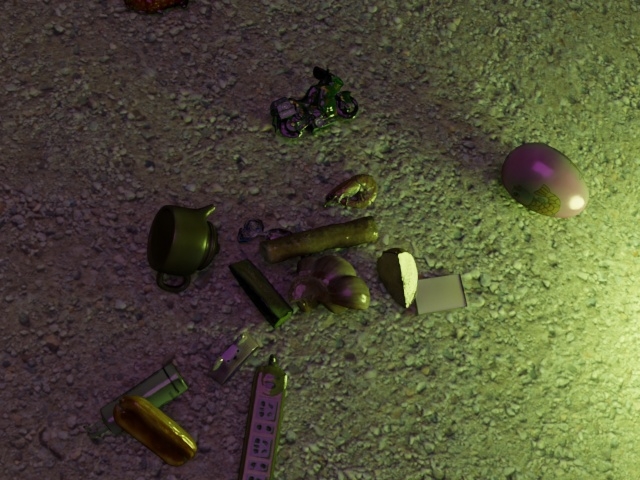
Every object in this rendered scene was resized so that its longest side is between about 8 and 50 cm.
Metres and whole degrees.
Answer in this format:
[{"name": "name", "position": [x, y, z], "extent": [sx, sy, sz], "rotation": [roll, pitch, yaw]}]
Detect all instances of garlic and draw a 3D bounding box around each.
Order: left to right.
[{"name": "garlic", "position": [0.031, 0.116, 1.743], "extent": [0.214, 0.191, 0.160], "rotation": [-7, 79, 21]}]

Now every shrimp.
[{"name": "shrimp", "position": [0.089, -0.135, 1.912], "extent": [0.180, 0.041, 0.099], "rotation": [-24, 93, -14]}]

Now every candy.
[{"name": "candy", "position": [-0.124, 0.001, 1.836], "extent": [0.226, 0.051, 0.094], "rotation": [15, 81, -2]}]

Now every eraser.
[{"name": "eraser", "position": [0.342, 0.157, 1.863], "extent": [0.150, 0.023, 0.103], "rotation": [-8, 75, -9]}]

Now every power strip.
[{"name": "power strip", "position": [-0.150, 0.491, 1.683], "extent": [0.092, 0.066, 0.387], "rotation": [9, 73, -7]}]

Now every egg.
[{"name": "egg", "position": [0.670, -0.177, 1.912], "extent": [0.271, 0.196, 0.196], "rotation": [23, 73, 4]}]

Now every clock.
[{"name": "clock", "position": [-0.229, 0.311, 1.699], "extent": [0.050, 0.110, 0.152], "rotation": [42, 74, 9]}]

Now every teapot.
[{"name": "teapot", "position": [-0.359, 0.019, 1.744], "extent": [0.175, 0.185, 0.267], "rotation": [14, 104, -33]}]

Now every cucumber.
[{"name": "cucumber", "position": [-0.172, 0.146, 1.785], "extent": [0.211, 0.062, 0.078], "rotation": [46, 40, 13]}]

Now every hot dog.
[{"name": "hot dog", "position": [-0.409, 0.472, 1.606], "extent": [0.100, 0.068, 0.249], "rotation": [-36, 113, 12]}]

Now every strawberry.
[{"name": "strawberry", "position": [-0.473, -0.830, 1.983], "extent": [0.233, 0.137, 0.306], "rotation": [33, 71, 1]}]

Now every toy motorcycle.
[{"name": "toy motorcycle", "position": [-0.030, -0.416, 1.931], "extent": [0.275, 0.125, 0.187], "rotation": [-23, 88, -13]}]

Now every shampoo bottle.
[{"name": "shampoo bottle", "position": [-0.473, 0.420, 1.650], "extent": [0.262, 0.085, 0.085], "rotation": [-33, 81, -15]}]

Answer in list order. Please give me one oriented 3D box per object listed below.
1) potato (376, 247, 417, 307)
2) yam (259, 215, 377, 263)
[{"name": "potato", "position": [0.229, 0.094, 1.844], "extent": [0.089, 0.101, 0.172], "rotation": [-27, 111, -37]}, {"name": "yam", "position": [0.000, 0.000, 1.804], "extent": [0.357, 0.081, 0.081], "rotation": [-14, 76, -23]}]
